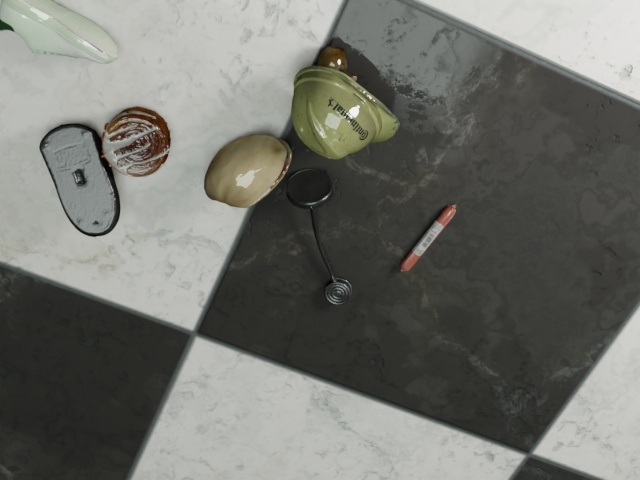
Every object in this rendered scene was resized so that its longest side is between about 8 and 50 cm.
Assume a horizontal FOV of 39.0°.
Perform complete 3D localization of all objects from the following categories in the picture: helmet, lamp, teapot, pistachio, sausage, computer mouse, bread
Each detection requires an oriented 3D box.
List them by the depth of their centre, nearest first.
[{"bbox_3d":[0.045,-0.374,1.960,0.085,0.110,0.080,-7,114,-43],"label":"teapot"},{"bbox_3d":[0.032,-0.246,1.962,0.257,0.137,0.204,33,153,-16],"label":"helmet"},{"bbox_3d":[-0.418,-0.220,2.054,0.160,0.073,0.160,-3,121,-5],"label":"bread"},{"bbox_3d":[-0.169,-0.157,2.065,0.223,0.126,0.152,-26,80,14],"label":"pistachio"},{"bbox_3d":[-0.548,-0.142,2.096,0.137,0.086,0.269,-18,102,-3],"label":"computer mouse"},{"bbox_3d":[-0.003,0.017,2.165,0.130,0.108,0.371,-3,119,6],"label":"lamp"},{"bbox_3d":[0.260,-0.004,2.194,0.029,0.029,0.223,30,115,-15],"label":"sausage"}]

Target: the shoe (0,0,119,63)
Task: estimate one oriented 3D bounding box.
[{"bbox_3d":[-0.566,-0.438,1.938,0.265,0.095,0.110,33,120,-10],"label":"shoe"}]
